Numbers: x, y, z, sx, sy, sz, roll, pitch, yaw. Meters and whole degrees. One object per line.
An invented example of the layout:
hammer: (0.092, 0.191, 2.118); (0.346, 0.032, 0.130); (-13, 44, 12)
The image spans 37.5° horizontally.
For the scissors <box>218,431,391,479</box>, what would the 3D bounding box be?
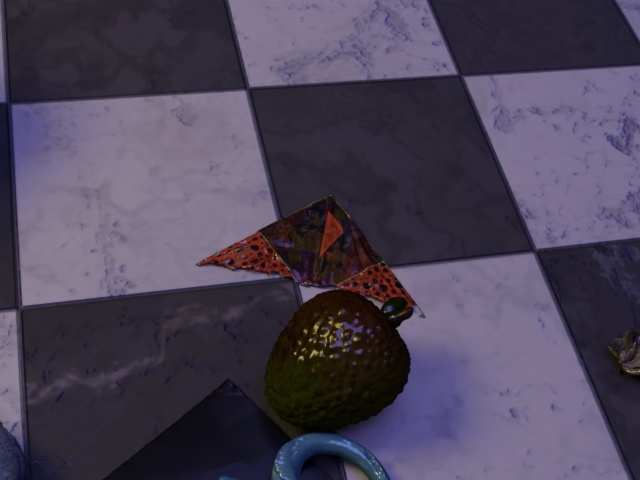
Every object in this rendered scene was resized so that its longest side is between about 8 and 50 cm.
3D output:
scissors: (0.086, 0.284, 0.703); (0.393, 0.032, 0.180); (30, 55, 12)

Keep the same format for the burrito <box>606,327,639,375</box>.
burrito: (0.362, 0.108, 0.881); (0.188, 0.045, 0.058); (5, 28, -4)

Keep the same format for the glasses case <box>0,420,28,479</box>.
glasses case: (-0.344, 0.215, 0.665); (0.282, 0.067, 0.109); (-30, 62, -29)

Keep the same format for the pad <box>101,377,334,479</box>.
pad: (-0.035, 0.297, 0.698); (0.367, 0.007, 0.247); (40, 58, 19)

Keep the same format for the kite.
kite: (0.000, -0.001, 0.922); (0.222, 0.008, 0.125); (13, 51, -1)

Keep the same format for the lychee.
lychee: (0.018, 0.096, 0.790); (0.146, 0.114, 0.114); (-36, 65, -8)
